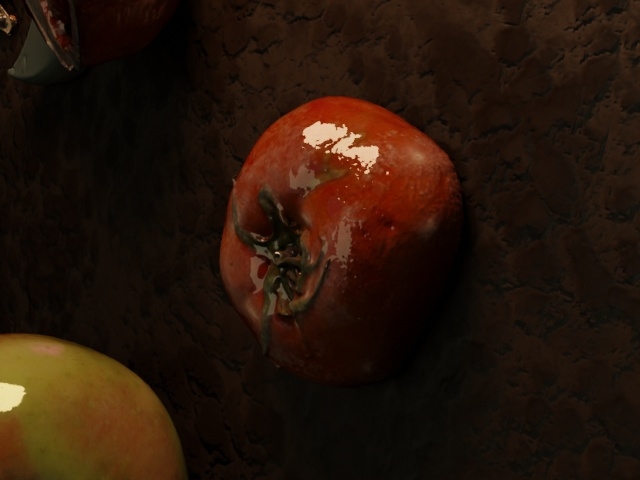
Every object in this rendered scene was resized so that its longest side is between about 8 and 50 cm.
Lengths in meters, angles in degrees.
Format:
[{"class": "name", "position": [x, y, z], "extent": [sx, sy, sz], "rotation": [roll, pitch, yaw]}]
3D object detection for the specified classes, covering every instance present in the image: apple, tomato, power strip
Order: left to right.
[{"class": "apple", "position": [-0.277, 0.243, 1.075], "extent": [0.277, 0.319, 0.319], "rotation": [-176, 88, -69]}, {"class": "power strip", "position": [-0.282, -0.296, 1.278], "extent": [0.168, 0.054, 0.253], "rotation": [7, 95, 46]}, {"class": "tomato", "position": [-0.205, -0.275, 1.110], "extent": [0.214, 0.155, 0.180], "rotation": [58, 152, 23]}, {"class": "tomato", "position": [0.000, 0.000, 0.918], "extent": [0.237, 0.095, 0.236], "rotation": [0, 90, 48]}]

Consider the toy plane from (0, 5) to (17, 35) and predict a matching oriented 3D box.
[{"class": "toy plane", "position": [-0.428, -0.289, 1.438], "extent": [0.135, 0.062, 0.188], "rotation": [53, 134, 2]}]
